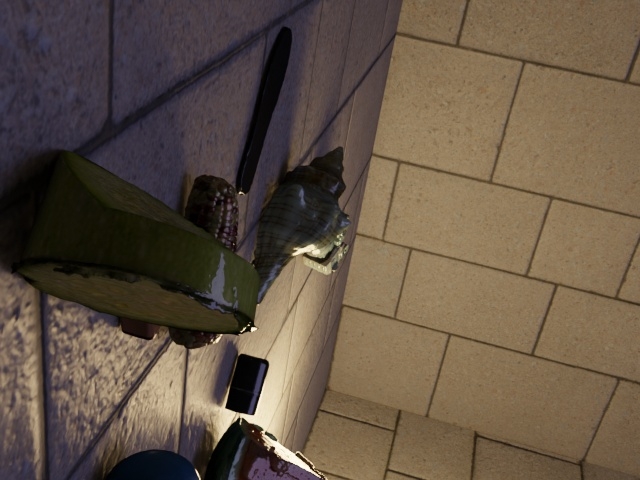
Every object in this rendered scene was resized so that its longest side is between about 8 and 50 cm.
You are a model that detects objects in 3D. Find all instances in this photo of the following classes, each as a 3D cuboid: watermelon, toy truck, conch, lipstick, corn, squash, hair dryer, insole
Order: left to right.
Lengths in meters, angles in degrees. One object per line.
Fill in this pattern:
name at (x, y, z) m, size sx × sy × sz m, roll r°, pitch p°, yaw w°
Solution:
lipstick at (-0.212, 0.052, 0.881) m, size 0.045 × 0.045 × 0.145 m, roll -65°, pitch 167°, yaw -47°
squash at (-0.143, 0.009, 0.668) m, size 0.220 × 0.220 × 0.133 m, roll 75°, pitch 34°, yaw -74°
corn at (-0.161, 0.030, 1.056) m, size 0.086 × 0.086 × 0.253 m, roll -49°, pitch 149°, yaw -73°
hair dryer at (-0.158, 0.320, 1.685) m, size 0.219 × 0.072 × 0.124 m, roll 97°, pitch 8°, yaw -80°
watermelon at (-0.148, 0.473, 1.603) m, size 0.292 × 0.319 × 0.222 m, roll 4°, pitch -67°, yaw 61°
insole at (-0.096, -0.226, 1.306) m, size 0.110 × 0.012 × 0.309 m, roll 42°, pitch 63°, yaw -82°
conch at (-0.030, -0.046, 1.563) m, size 0.203 × 0.170 × 0.386 m, roll 55°, pitch 43°, yaw -45°
toy truck at (0.000, 0.000, 2.063) m, size 0.140 × 0.108 × 0.256 m, roll -57°, pitch 162°, yaw -26°

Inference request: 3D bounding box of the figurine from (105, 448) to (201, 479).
figurine at (-0.240, 0.491, 0.963) m, size 0.298 × 0.243 × 0.416 m, roll -14°, pitch -134°, yaw 48°
